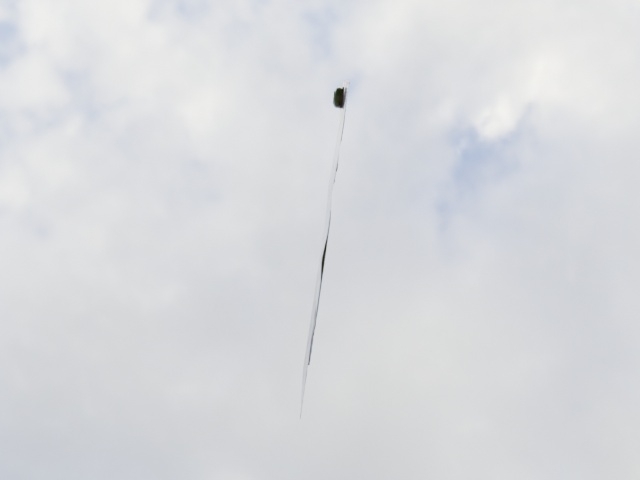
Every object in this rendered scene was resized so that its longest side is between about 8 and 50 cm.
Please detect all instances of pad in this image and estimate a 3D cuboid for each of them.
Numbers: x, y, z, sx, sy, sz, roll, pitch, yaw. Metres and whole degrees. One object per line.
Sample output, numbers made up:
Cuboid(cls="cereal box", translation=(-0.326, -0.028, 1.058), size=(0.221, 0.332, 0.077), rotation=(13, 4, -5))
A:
Cuboid(cls="pad", translation=(0.000, 0.000, 0.808), size=(0.006, 0.113, 0.188), rotation=(8, -84, -2))
